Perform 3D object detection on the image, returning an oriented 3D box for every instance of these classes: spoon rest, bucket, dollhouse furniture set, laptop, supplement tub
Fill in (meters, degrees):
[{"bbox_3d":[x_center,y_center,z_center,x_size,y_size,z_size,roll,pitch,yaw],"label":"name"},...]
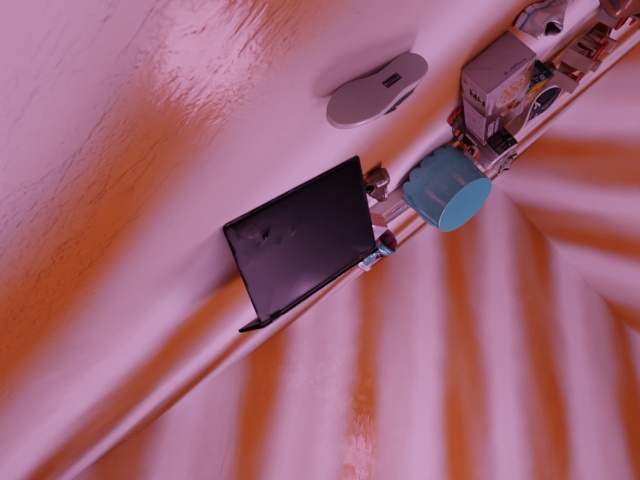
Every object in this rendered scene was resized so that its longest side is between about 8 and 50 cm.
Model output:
[{"bbox_3d":[0.724,-0.470,1.557,0.084,0.137,0.276,16,133,-43],"label":"spoon rest"},{"bbox_3d":[0.453,-0.177,1.561,0.281,0.183,0.281,-26,145,-19],"label":"bucket"},{"bbox_3d":[0.899,-0.613,1.410,0.262,0.135,0.259,-37,159,-35],"label":"dollhouse furniture set"},{"bbox_3d":[-0.067,0.031,1.142,0.382,0.236,0.408,-31,179,-26],"label":"laptop"},{"bbox_3d":[0.467,-0.310,1.280,0.117,0.190,0.117,-35,166,-10],"label":"supplement tub"}]

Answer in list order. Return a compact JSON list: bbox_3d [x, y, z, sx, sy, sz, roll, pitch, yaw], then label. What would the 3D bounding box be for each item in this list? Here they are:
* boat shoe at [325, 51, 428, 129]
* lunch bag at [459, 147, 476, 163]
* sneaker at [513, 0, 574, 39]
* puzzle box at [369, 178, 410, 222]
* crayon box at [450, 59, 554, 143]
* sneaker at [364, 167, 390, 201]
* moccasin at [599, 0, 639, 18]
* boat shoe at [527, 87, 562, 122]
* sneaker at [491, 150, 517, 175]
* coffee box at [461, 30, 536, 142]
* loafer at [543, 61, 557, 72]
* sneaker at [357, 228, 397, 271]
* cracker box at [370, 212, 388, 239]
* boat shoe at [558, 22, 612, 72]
[{"bbox_3d":[0.098,-0.243,0.757,0.219,0.077,0.070,-35,166,-20],"label":"boat shoe"},{"bbox_3d":[0.545,-0.266,1.780,0.219,0.090,0.176,-60,168,23],"label":"lunch bag"},{"bbox_3d":[0.528,-0.507,1.000,0.191,0.083,0.071,-35,166,-18],"label":"sneaker"},{"bbox_3d":[0.280,-0.126,1.745,0.409,0.052,0.272,-37,167,-4],"label":"puzzle box"},{"bbox_3d":[0.598,-0.432,1.466,0.202,0.081,0.318,-31,166,-31],"label":"crayon box"},{"bbox_3d":[0.161,-0.160,1.306,0.071,0.066,0.188,-20,161,-2],"label":"sneaker"},{"bbox_3d":[0.948,-0.742,1.243,0.380,0.139,0.147,-20,170,-27],"label":"moccasin"},{"bbox_3d":[0.768,-0.493,1.643,0.302,0.114,0.091,-46,171,29],"label":"boat shoe"},{"bbox_3d":[0.536,-0.220,1.261,0.083,0.037,0.032,-41,165,7],"label":"sneaker"},{"bbox_3d":[0.437,-0.374,1.102,0.141,0.098,0.246,-38,158,5],"label":"coffee box"},{"bbox_3d":[0.777,-0.577,1.510,0.148,0.050,0.056,-30,165,-32],"label":"loafer"},{"bbox_3d":[0.221,0.030,1.762,0.178,0.123,0.295,-32,171,9],"label":"sneaker"},{"bbox_3d":[0.102,-0.006,1.533,0.156,0.067,0.232,7,140,-40],"label":"cracker box"},{"bbox_3d":[0.960,-0.684,1.583,0.073,0.073,0.207,-24,162,-41],"label":"boat shoe"}]
